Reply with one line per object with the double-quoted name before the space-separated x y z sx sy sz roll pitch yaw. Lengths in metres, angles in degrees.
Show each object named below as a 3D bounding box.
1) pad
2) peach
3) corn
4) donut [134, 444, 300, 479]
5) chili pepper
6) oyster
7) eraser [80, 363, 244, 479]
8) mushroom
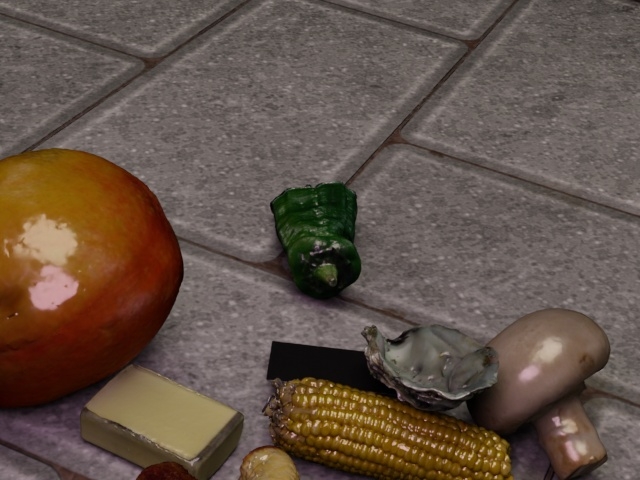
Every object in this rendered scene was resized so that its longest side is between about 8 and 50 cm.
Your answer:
"pad" 0.053 0.174 1.595 0.246 0.006 0.170 7 12 -2
"peach" -0.355 0.049 1.499 0.373 0.289 0.372 1 37 -1
"corn" 0.081 0.242 1.463 0.318 0.115 0.115 12 34 7
"donut" -0.100 0.296 1.336 0.217 0.085 0.141 -7 22 -31
"chili pepper" 0.000 0.000 1.811 0.136 0.099 0.270 11 29 -11
"oyster" 0.119 0.152 1.473 0.252 0.087 0.199 1 14 41
"eraser" -0.194 0.229 1.470 0.172 0.058 0.117 21 35 19
"mushroom" 0.291 0.182 1.516 0.206 0.206 0.209 -25 46 -38
